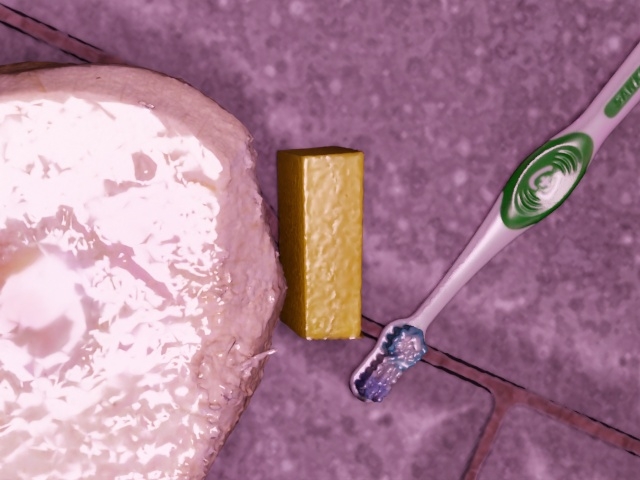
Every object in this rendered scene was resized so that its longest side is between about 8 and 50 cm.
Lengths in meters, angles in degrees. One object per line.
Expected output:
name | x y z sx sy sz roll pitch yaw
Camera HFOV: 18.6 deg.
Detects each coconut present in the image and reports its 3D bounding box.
coconut | -0.164 0.030 1.189 0.297 0.254 0.297 0 87 -7

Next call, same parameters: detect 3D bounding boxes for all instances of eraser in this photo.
eraser | 0.000 0.000 1.295 0.045 0.097 0.122 -2 95 -12

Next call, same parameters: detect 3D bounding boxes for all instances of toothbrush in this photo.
toothbrush | 0.161 -0.049 1.354 0.042 0.040 0.418 42 82 -9
